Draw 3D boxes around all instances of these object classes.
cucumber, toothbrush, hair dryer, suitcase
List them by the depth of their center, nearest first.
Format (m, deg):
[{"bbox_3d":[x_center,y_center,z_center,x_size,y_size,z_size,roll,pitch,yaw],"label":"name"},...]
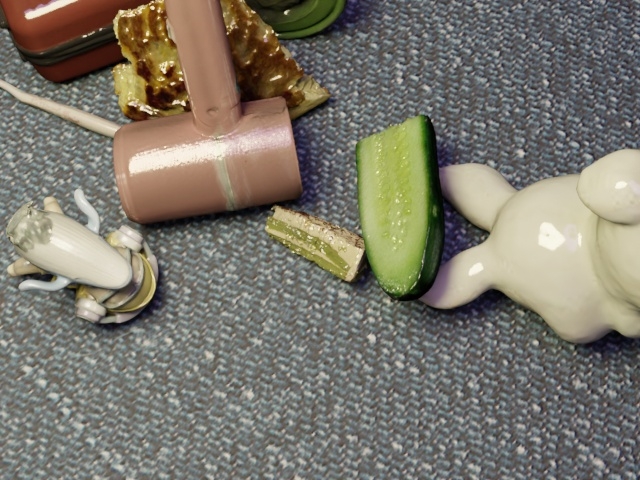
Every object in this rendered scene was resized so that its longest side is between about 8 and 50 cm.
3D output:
[{"bbox_3d":[-0.146,-0.178,1.078,0.210,0.352,0.125,-10,42,-1],"label":"hair dryer"},{"bbox_3d":[0.101,-0.031,1.124,0.115,0.063,0.244,-28,46,36],"label":"cucumber"},{"bbox_3d":[-0.359,-0.172,1.240,0.307,0.025,0.029,21,80,9],"label":"toothbrush"},{"bbox_3d":[-0.316,-0.373,1.240,0.236,0.161,0.297,-22,71,-7],"label":"suitcase"}]

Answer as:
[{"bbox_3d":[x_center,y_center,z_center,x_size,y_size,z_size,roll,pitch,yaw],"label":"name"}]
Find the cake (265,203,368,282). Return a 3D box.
[{"bbox_3d":[0.000,0.000,1.164,0.140,0.055,0.051,29,110,25],"label":"cake"}]

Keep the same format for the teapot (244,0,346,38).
[{"bbox_3d":[-0.029,-0.460,1.232,0.270,0.200,0.337,-11,63,37],"label":"teapot"}]

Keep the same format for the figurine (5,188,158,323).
[{"bbox_3d":[-0.281,0.019,1.116,0.208,0.184,0.128,17,75,46],"label":"figurine"}]

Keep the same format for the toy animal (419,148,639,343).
[{"bbox_3d":[0.274,-0.005,1.053,0.367,0.241,0.196,-5,58,47],"label":"toy animal"}]

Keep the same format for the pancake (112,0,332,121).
[{"bbox_3d":[-0.142,-0.204,1.199,0.212,0.056,0.257,-40,110,14],"label":"pancake"}]
